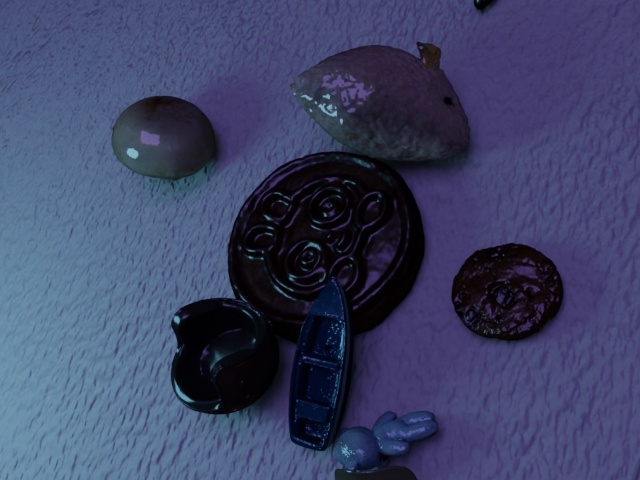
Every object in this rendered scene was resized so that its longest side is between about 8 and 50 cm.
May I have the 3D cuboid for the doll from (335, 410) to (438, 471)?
[{"bbox_3d":[0.111,0.342,1.331,0.179,0.075,0.120,-13,17,2],"label":"doll"}]

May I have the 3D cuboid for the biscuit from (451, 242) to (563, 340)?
[{"bbox_3d":[0.324,0.086,1.380,0.191,0.049,0.192,-9,58,15],"label":"biscuit"}]

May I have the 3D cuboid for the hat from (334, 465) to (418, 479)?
[{"bbox_3d":[0.084,0.440,1.228,0.166,0.173,0.144,-8,55,21],"label":"hat"}]

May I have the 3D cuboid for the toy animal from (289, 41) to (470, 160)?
[{"bbox_3d":[0.119,-0.274,1.550,0.358,0.188,0.227,17,56,-7],"label":"toy animal"}]

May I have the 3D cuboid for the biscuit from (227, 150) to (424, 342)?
[{"bbox_3d":[0.000,0.000,1.536,0.407,0.091,0.408,-10,61,19],"label":"biscuit"}]

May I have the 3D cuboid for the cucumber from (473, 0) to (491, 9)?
[{"bbox_3d":[0.357,-0.539,1.689,0.048,0.048,0.105,22,74,30],"label":"cucumber"}]

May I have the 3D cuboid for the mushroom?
[{"bbox_3d":[-0.348,-0.220,1.757,0.226,0.178,0.227,7,50,-8],"label":"mushroom"}]

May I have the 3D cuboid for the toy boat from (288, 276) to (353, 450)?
[{"bbox_3d":[0.009,0.211,1.377,0.096,0.061,0.300,10,92,29],"label":"toy boat"}]

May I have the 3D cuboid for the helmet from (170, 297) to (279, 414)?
[{"bbox_3d":[-0.174,0.212,1.434,0.216,0.193,0.189,-49,53,5],"label":"helmet"}]
